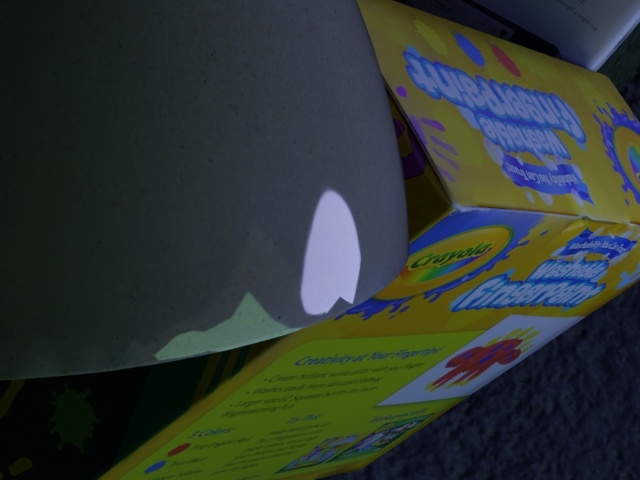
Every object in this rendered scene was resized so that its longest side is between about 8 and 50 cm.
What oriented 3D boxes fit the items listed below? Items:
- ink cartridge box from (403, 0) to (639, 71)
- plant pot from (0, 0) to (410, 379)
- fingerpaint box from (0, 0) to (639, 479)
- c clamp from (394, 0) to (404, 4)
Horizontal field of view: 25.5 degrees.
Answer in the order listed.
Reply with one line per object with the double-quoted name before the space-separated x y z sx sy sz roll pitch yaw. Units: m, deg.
"ink cartridge box" 0.214 -0.247 1.205 0.285 0.166 0.395 -48 176 -30
"plant pot" -0.108 -0.085 0.535 0.284 0.284 0.191 -29 121 -61
"fingerpaint box" 0.015 0.025 0.975 0.371 0.163 0.445 -38 160 26
"c clamp" 0.039 -0.172 1.314 0.160 0.022 0.137 -47 168 -20
